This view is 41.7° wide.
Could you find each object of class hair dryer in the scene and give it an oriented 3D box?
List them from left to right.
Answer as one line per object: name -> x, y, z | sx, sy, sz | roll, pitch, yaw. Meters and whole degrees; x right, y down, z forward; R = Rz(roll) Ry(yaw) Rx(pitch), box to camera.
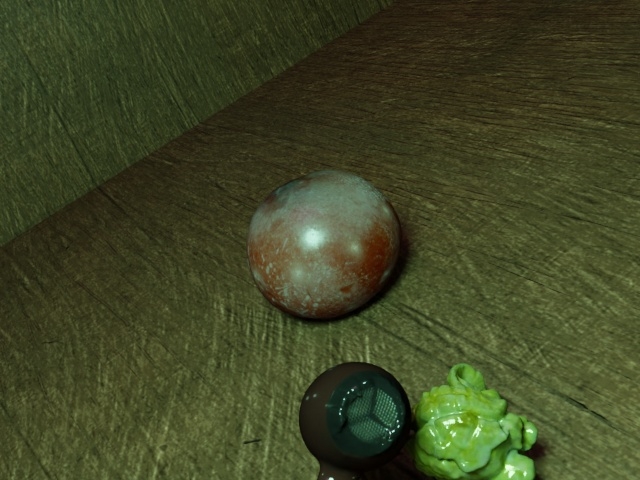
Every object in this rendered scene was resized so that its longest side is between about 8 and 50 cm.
hair dryer -> 0.001, 0.316, 0.969 | 0.312, 0.123, 0.340 | 119, 168, -68

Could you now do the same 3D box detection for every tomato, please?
tomato -> 0.000, 0.000, 1.417 | 0.270, 0.227, 0.270 | -24, 26, 12

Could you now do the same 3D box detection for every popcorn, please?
popcorn -> 0.164, 0.227, 0.965 | 0.135, 0.162, 0.141 | -8, -20, -37
